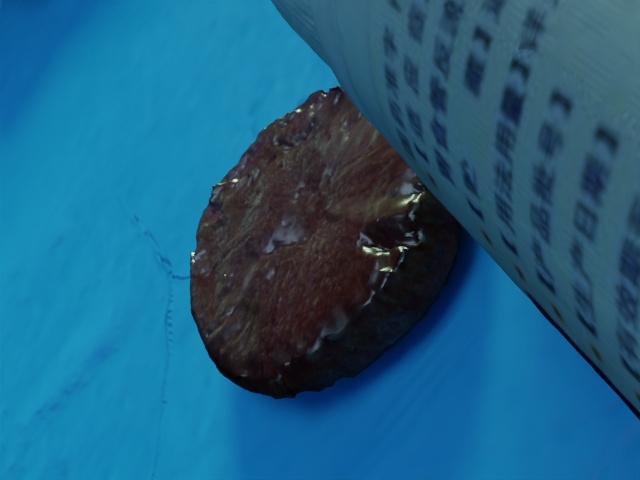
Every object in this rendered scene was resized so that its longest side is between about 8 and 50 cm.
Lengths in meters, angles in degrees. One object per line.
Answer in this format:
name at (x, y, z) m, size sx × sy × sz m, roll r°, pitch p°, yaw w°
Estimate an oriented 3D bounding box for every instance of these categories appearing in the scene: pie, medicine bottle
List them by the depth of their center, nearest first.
medicine bottle at (0.113, -0.067, 0.436) m, size 0.190 × 0.190 × 0.332 m, roll -51°, pitch 39°, yaw 12°
pie at (0.000, 0.000, 0.644) m, size 0.154 × 0.036 × 0.154 m, roll -27°, pitch 49°, yaw 35°
